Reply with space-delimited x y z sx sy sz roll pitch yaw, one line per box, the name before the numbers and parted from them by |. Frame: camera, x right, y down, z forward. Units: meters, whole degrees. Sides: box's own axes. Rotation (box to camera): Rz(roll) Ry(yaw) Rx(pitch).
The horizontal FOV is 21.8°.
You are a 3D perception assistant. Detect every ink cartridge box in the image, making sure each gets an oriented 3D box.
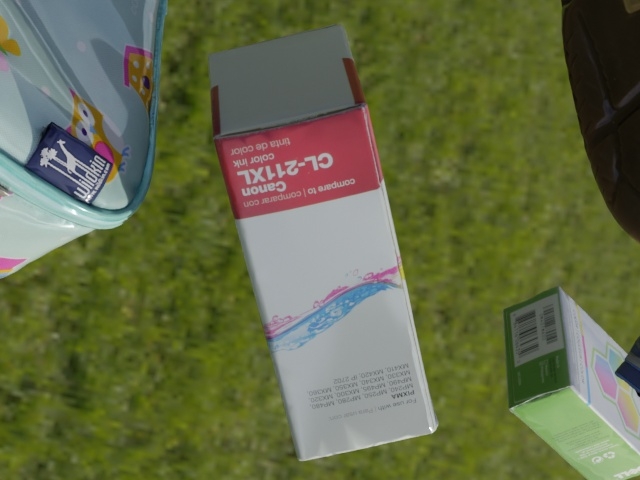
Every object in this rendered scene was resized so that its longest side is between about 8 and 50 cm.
ink cartridge box | 0.000 0.000 0.815 0.127 0.072 0.175 -102 179 -66
ink cartridge box | 0.240 0.143 1.458 0.209 0.062 0.109 42 35 -37

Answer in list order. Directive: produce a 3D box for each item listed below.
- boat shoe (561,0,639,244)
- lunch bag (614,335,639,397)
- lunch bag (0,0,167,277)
boat shoe | 0.110 -0.117 0.502 0.095 0.095 0.257 6 78 -54
lunch bag | 0.253 0.098 1.129 0.067 0.098 0.065 28 95 -33
lunch bag | -0.174 -0.134 0.773 0.224 0.108 0.279 38 43 -45
